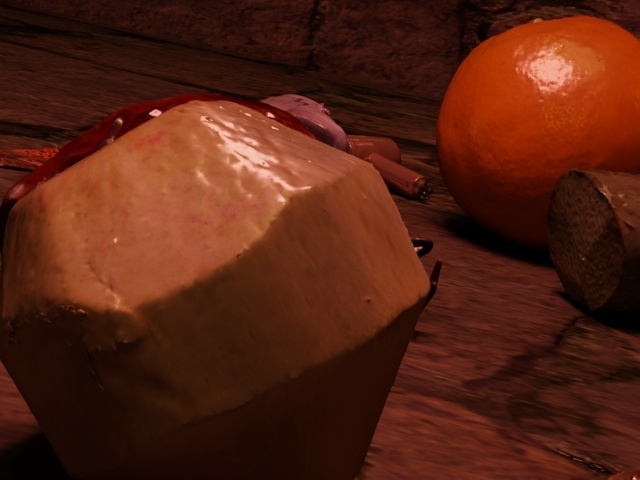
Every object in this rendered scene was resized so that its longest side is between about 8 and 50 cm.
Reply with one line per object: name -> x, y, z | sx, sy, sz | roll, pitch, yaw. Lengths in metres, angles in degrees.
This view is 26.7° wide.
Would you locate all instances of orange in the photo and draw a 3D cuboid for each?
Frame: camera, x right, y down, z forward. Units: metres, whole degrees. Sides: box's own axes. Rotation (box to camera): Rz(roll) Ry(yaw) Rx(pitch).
orange -> 0.297, -0.132, 1.682 | 0.312, 0.312, 0.312 | 10, 13, -2

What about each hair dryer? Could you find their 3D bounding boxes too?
hair dryer -> 0.099, -0.097, 1.922 | 0.117, 0.064, 0.181 | 0, 24, -43

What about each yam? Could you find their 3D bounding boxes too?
yam -> 0.377, 0.007, 1.452 | 0.268, 0.161, 0.161 | 3, 15, -25

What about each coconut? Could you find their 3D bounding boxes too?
coconut -> -0.062, 0.050, 0.805 | 0.259, 0.259, 0.259 | 10, 13, -2

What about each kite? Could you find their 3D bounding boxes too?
kite -> -0.356, -0.096, 1.652 | 0.125, 0.008, 0.222 | 18, 15, 29

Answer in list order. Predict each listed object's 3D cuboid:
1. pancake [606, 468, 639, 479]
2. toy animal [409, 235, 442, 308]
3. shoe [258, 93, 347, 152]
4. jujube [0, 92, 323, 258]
pancake -> 0.249, 0.184, 0.880 | 0.139, 0.022, 0.139 | 9, 14, -2
toy animal -> 0.002, 0.019, 1.327 | 0.243, 0.087, 0.260 | -2, 13, 8
shoe -> -0.029, -0.158, 1.917 | 0.137, 0.095, 0.245 | -27, 27, -34
jujube -> -0.120, -0.022, 1.136 | 0.290, 0.197, 0.197 | -15, 24, -30
